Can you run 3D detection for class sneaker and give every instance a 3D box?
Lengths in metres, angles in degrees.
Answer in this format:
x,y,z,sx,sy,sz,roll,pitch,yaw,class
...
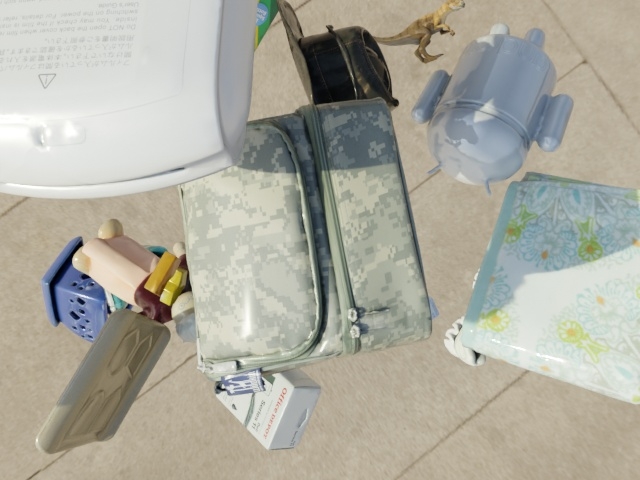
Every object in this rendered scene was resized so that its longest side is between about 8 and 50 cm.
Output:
x,y,z,sx,sy,sz,roll,pitch,yaw,class
0.405,0.164,1.451,0.110,0.118,0.292,21,99,-14,sneaker
-0.446,0.077,1.480,0.109,0.275,0.107,-6,115,7,sneaker

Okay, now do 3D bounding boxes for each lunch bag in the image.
x,y,z,sx,sy,sz,roll,pitch,yaw,class
-0.031,0.006,0.717,0.255,0.212,0.305,-9,84,-6,lunch bag

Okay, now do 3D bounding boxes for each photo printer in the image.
x,y,z,sx,sy,sz,roll,pitch,yaw,class
-0.175,-0.181,0.489,0.255,0.107,0.308,-2,71,6,photo printer

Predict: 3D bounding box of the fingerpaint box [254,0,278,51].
x,y,z,sx,sy,sz,roll,pitch,yaw,class
-0.369,-0.606,1.592,0.444,0.163,0.371,13,127,-39,fingerpaint box

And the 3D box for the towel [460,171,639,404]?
x,y,z,sx,sy,sz,roll,pitch,yaw,class
0.459,0.065,1.118,0.320,0.090,0.375,14,78,36,towel

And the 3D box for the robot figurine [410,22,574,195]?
x,y,z,sx,sy,sz,roll,pitch,yaw,class
0.333,-0.257,1.206,0.299,0.200,0.354,17,71,28,robot figurine

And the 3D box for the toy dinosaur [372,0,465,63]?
x,y,z,sx,sy,sz,roll,pitch,yaw,class
0.185,-0.393,1.172,0.211,0.064,0.112,-19,100,27,toy dinosaur

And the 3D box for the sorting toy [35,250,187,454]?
x,y,z,sx,sy,sz,roll,pitch,yaw,class
-0.294,0.165,0.923,0.041,0.229,0.307,27,77,9,sorting toy

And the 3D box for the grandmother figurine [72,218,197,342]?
x,y,z,sx,sy,sz,roll,pitch,yaw,class
-0.302,0.085,1.094,0.342,0.104,0.208,24,75,31,grandmother figurine

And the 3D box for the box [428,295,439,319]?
x,y,z,sx,sy,sz,roll,pitch,yaw,class
0.272,0.219,1.893,0.137,0.126,0.072,-34,115,-11,box

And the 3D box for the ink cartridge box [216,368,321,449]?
x,y,z,sx,sy,sz,roll,pitch,yaw,class
-0.114,0.324,1.310,0.086,0.208,0.153,14,101,-46,ink cartridge box

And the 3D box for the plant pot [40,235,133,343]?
x,y,z,sx,sy,sz,roll,pitch,yaw,class
-0.674,0.140,1.798,0.212,0.236,0.236,16,44,1,plant pot

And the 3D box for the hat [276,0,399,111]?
x,y,z,sx,sy,sz,roll,pitch,yaw,class
0.049,-0.243,0.969,0.133,0.331,0.332,-21,90,7,hat
